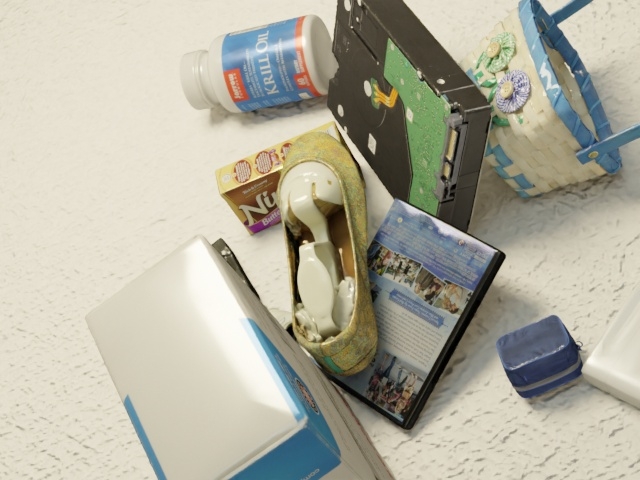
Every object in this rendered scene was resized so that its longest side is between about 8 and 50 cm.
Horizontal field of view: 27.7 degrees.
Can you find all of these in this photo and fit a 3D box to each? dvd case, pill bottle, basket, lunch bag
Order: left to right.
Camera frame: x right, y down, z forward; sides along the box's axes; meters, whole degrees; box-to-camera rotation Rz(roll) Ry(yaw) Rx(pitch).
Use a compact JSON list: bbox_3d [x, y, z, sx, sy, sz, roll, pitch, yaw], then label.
[{"bbox_3d":[-0.096,-0.263,1.978,0.221,0.124,0.124,-11,54,19],"label":"pill bottle"},{"bbox_3d":[0.106,0.090,1.652,0.180,0.022,0.253,30,92,36],"label":"dvd case"},{"bbox_3d":[0.269,0.141,1.563,0.098,0.065,0.067,-23,35,10],"label":"lunch bag"},{"bbox_3d":[0.333,-0.203,1.682,0.289,0.201,0.254,-29,48,17],"label":"basket"}]

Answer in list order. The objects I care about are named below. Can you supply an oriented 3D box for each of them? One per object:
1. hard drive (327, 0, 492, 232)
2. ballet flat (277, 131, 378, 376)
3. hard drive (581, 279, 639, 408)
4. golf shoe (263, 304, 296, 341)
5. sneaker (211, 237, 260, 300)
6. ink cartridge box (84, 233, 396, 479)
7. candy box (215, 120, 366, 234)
[{"bbox_3d":[0.112,-0.182,1.755,0.064,0.237,0.339,-14,46,-20],"label":"hard drive"},{"bbox_3d":[0.000,0.000,1.664,0.123,0.123,0.348,-15,67,15],"label":"ballet flat"},{"bbox_3d":[0.507,0.135,1.466,0.353,0.047,0.233,26,71,37],"label":"hard drive"},{"bbox_3d":[-0.069,0.165,1.707,0.086,0.069,0.176,4,60,20],"label":"golf shoe"},{"bbox_3d":[-0.151,0.057,1.832,0.089,0.051,0.170,-34,45,0],"label":"sneaker"},{"bbox_3d":[-0.057,0.223,1.447,0.166,0.395,0.285,-35,50,2],"label":"ink cartridge box"},{"bbox_3d":[-0.042,-0.088,1.840,0.187,0.109,0.053,-23,51,9],"label":"candy box"}]
